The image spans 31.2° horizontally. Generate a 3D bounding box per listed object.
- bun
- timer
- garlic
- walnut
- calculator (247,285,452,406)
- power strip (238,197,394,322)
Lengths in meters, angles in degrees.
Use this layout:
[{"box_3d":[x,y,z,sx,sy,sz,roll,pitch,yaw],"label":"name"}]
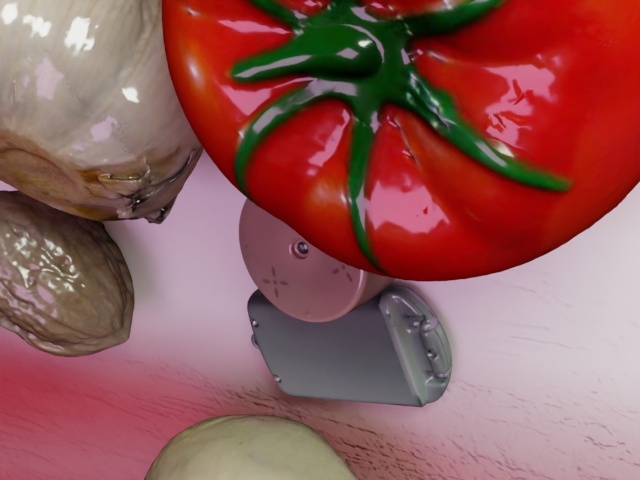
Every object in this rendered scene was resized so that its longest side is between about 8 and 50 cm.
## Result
[{"box_3d":[-0.050,0.355,1.332,0.361,0.213,0.361,7,118,14],"label":"bun"},{"box_3d":[0.078,-0.166,0.797,0.378,0.279,0.378,18,128,24],"label":"timer"},{"box_3d":[-0.246,-0.151,1.070,0.322,0.241,0.322,10,130,12],"label":"garlic"},{"box_3d":[-0.311,0.042,1.318,0.230,0.178,0.178,39,136,-2],"label":"walnut"},{"box_3d":[0.024,0.109,1.207,0.246,0.045,0.141,-2,120,36],"label":"calculator"},{"box_3d":[0.000,0.000,1.101,0.154,0.078,0.154,14,116,31],"label":"power strip"}]
